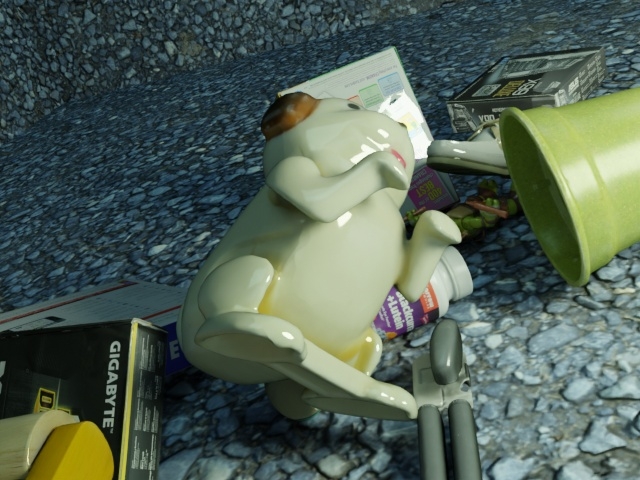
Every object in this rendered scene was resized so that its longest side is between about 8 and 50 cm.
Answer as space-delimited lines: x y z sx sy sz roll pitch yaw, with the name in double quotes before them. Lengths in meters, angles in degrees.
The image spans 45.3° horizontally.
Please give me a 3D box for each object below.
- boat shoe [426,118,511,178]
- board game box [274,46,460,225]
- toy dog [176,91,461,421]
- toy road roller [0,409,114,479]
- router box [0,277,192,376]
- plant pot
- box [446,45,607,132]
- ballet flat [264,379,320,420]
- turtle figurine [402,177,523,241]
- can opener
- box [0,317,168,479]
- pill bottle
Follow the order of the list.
"boat shoe" 0.308 -0.165 1.362 0.302 0.103 0.113 1 5 -36
"board game box" 0.087 -0.167 1.428 0.242 0.316 0.064 -23 2 -10
"toy dog" 0.000 0.000 1.022 0.395 0.285 0.408 -14 51 53
"toy road roller" -0.315 0.352 0.740 0.203 0.240 0.329 -12 30 12
"router box" -0.347 0.152 1.222 0.301 0.082 0.335 6 15 39
"plant pot" 0.429 -0.106 1.093 0.254 0.276 0.276 -22 25 4
"box" 0.452 -0.328 1.663 0.242 0.076 0.307 4 31 39
"ballet flat" -0.056 0.167 1.129 0.086 0.086 0.248 -21 26 -5
"turtle figurine" 0.265 -0.043 1.317 0.217 0.087 0.269 -25 9 -35
"can opener" 0.144 0.208 0.912 0.074 0.093 0.280 -14 31 13
"box" -0.317 0.265 0.907 0.257 0.079 0.322 -8 68 23
"pill bottle" 0.124 0.081 1.145 0.193 0.108 0.108 -23 26 -8
